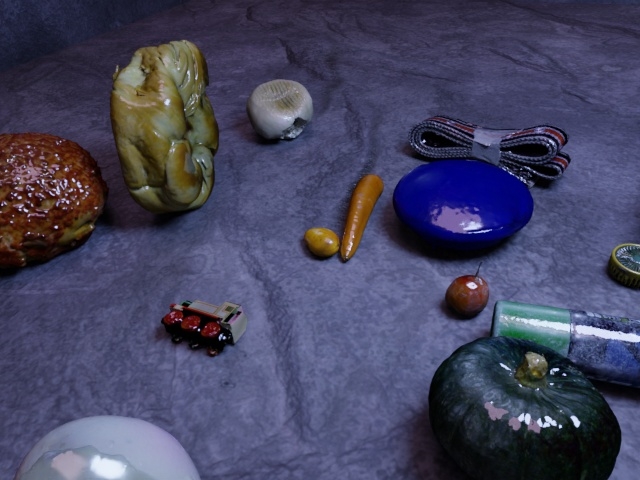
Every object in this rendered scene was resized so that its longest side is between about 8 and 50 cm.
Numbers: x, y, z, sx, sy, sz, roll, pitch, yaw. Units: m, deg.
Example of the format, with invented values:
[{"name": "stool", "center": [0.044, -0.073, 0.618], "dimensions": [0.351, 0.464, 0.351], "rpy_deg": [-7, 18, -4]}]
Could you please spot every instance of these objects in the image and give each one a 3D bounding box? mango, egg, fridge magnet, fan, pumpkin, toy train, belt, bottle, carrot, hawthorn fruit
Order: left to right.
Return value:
[{"name": "egg", "center": [-0.217, 0.274, 0.508], "dimensions": [0.183, 0.217, 0.183], "rpy_deg": [-6, 38, 5]}, {"name": "toy train", "center": [-0.193, 0.134, 0.820], "dimensions": [0.138, 0.050, 0.087], "rpy_deg": [12, 36, 23]}, {"name": "mango", "center": [0.000, 0.000, 0.968], "dimensions": [0.060, 0.046, 0.089], "rpy_deg": [-31, 40, -28]}, {"name": "carrot", "center": [0.083, -0.065, 1.021], "dimensions": [0.062, 0.066, 0.271], "rpy_deg": [38, 39, -10]}, {"name": "fridge magnet", "center": [0.275, -0.074, 0.972], "dimensions": [0.266, 0.112, 0.265], "rpy_deg": [-4, 38, 3]}, {"name": "hawthorn fruit", "center": [0.243, 0.072, 0.801], "dimensions": [0.067, 0.103, 0.066], "rpy_deg": [12, 26, -6]}, {"name": "belt", "center": [0.378, -0.221, 1.141], "dimensions": [0.360, 0.126, 0.094], "rpy_deg": [20, 43, 31]}, {"name": "pumpkin", "center": [0.237, 0.202, 0.592], "dimensions": [0.212, 0.152, 0.211], "rpy_deg": [1, 38, -1]}, {"name": "bottle", "center": [0.409, 0.151, 0.684], "dimensions": [0.330, 0.093, 0.093], "rpy_deg": [8, 40, 18]}, {"name": "fan", "center": [0.560, 0.061, 0.823], "dimensions": [0.082, 0.039, 0.155], "rpy_deg": [-31, 46, -30]}]

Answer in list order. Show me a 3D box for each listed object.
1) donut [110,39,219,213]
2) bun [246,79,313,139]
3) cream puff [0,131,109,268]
[{"name": "donut", "center": [-0.317, -0.239, 1.064], "dimensions": [0.170, 0.360, 0.360], "rpy_deg": [-2, 38, 1]}, {"name": "bun", "center": [-0.106, -0.344, 1.362], "dimensions": [0.179, 0.127, 0.193], "rpy_deg": [-19, 51, -16]}, {"name": "cream puff", "center": [-0.613, -0.100, 1.033], "dimensions": [0.351, 0.228, 0.350], "rpy_deg": [-4, 40, 3]}]
